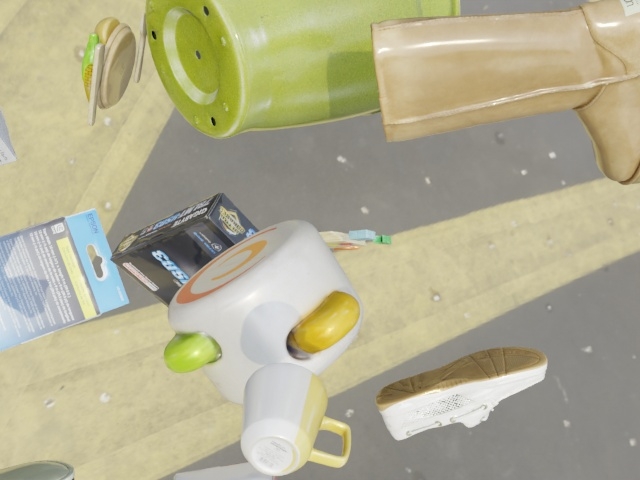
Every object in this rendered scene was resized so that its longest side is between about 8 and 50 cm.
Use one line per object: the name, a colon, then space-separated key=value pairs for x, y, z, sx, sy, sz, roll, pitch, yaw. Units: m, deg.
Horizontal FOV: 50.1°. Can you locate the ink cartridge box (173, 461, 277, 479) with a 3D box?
ink cartridge box: x=-0.187 y=0.649 z=1.467 sx=0.226 sy=0.131 sz=0.306 roll=-9 pitch=96 yaw=-6

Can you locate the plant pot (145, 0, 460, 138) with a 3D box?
plant pot: x=-0.050 y=-0.319 z=1.012 sx=0.353 sy=0.366 sz=0.367 roll=-29 pitch=88 yaw=-33

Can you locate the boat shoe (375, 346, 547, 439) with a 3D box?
boat shoe: x=0.232 y=0.250 z=1.097 sx=0.098 sy=0.277 sz=0.096 roll=-67 pitch=137 yaw=-74

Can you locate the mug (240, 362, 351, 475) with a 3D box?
mug: x=-0.021 y=0.128 z=0.478 sx=0.064 sy=0.078 sz=0.062 roll=-79 pitch=160 yaw=-66

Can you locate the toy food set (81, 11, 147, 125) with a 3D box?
toy food set: x=-0.293 y=-0.248 z=0.951 sx=0.038 sy=0.132 sz=0.192 roll=18 pitch=32 yaw=-2

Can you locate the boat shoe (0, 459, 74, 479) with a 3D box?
boat shoe: x=-0.627 y=0.520 z=1.349 sx=0.127 sy=0.340 sz=0.113 roll=-48 pitch=125 yaw=-79

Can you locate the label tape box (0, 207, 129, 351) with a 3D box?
label tape box: x=-0.664 y=0.092 z=1.616 sx=0.347 sy=0.115 sz=0.249 roll=-21 pitch=99 yaw=-19

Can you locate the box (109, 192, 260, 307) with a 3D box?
box: x=-0.197 y=0.069 z=1.288 sx=0.295 sy=0.293 sz=0.073 roll=48 pitch=43 yaw=-28

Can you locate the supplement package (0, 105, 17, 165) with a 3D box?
supplement package: x=-0.732 y=-0.198 z=1.295 sx=0.244 sy=0.139 sz=0.134 roll=-20 pitch=72 yaw=-12

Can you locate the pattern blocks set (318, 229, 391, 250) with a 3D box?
pattern blocks set: x=0.000 y=0.000 z=1.612 sx=0.285 sy=0.324 sz=0.026 roll=16 pitch=73 yaw=-68

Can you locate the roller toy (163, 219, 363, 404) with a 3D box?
roller toy: x=-0.054 y=0.081 z=0.761 sx=0.146 sy=0.209 sz=0.191 roll=57 pitch=15 yaw=-15

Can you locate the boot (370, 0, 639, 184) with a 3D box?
boot: x=0.195 y=-0.135 z=0.681 sx=0.089 sy=0.269 sz=0.236 roll=-93 pitch=172 yaw=-46
